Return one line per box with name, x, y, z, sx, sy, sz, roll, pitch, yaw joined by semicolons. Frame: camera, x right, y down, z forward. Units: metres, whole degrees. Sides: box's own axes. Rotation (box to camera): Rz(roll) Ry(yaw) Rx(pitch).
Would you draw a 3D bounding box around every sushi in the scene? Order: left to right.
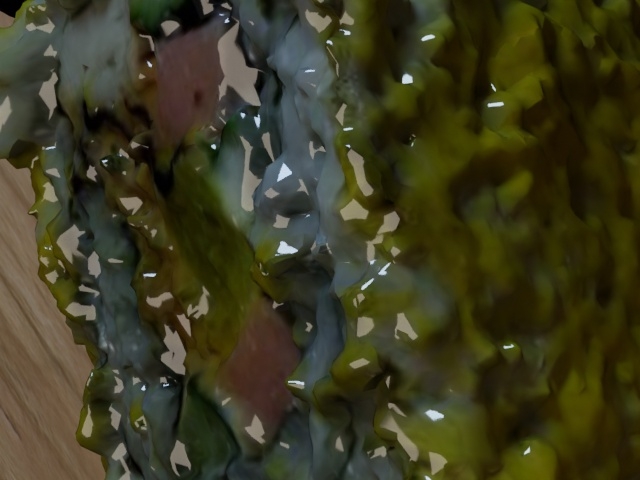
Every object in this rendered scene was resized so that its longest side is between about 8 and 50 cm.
sushi;0.000;0.000;0.659;0.351;0.240;0.396;-20;82;51

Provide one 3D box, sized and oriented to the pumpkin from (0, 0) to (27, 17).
pumpkin;-0.208;-0.254;0.904;0.194;0.150;0.194;25;141;22
